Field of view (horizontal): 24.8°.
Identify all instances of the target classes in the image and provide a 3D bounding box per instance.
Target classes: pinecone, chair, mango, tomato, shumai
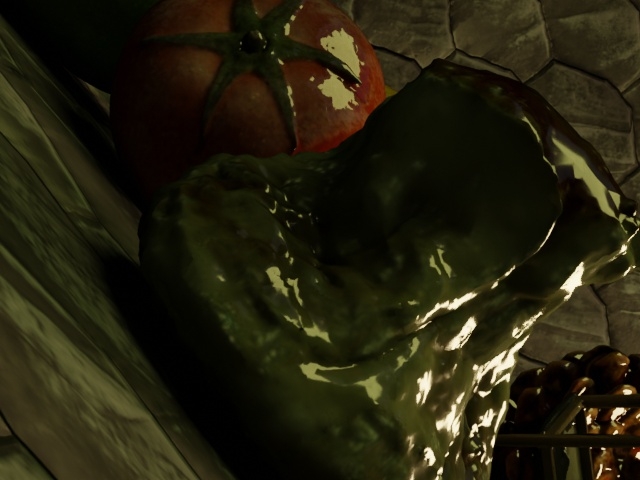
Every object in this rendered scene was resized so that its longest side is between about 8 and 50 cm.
[{"bbox_3d":[0.408,0.358,2.231,0.398,0.397,0.398,52,2,-3],"label":"pinecone"},{"bbox_3d":[0.263,0.259,1.522,0.166,0.272,0.188,-22,106,-62],"label":"chair"},{"bbox_3d":[-0.222,-0.284,1.502,0.225,0.201,0.382,15,-25,47],"label":"mango"},{"bbox_3d":[-0.070,-0.116,1.387,0.265,0.265,0.265,52,2,-3],"label":"tomato"},{"bbox_3d":[0.074,0.037,1.067,0.324,0.323,0.397,51,2,39],"label":"shumai"}]

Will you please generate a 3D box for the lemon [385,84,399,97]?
[{"bbox_3d":[0.031,-0.064,1.889,0.336,0.336,0.336,52,2,-3],"label":"lemon"}]
